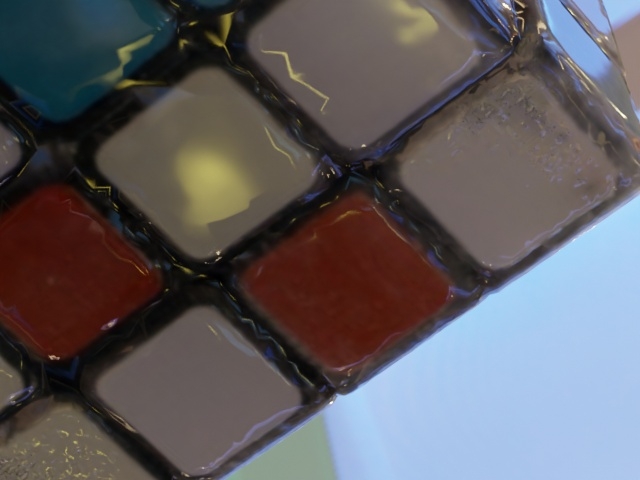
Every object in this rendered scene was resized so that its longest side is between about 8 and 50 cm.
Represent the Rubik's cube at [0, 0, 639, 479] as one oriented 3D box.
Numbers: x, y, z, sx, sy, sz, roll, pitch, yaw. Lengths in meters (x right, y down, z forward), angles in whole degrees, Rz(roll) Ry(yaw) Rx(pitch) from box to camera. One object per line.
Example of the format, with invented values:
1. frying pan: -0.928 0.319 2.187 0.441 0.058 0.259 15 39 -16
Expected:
1. Rubik's cube: -0.072 -0.090 0.650 0.256 0.253 0.259 -35 -157 21
